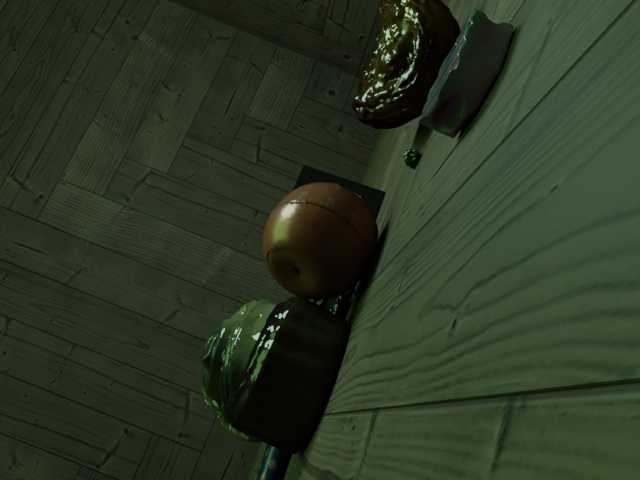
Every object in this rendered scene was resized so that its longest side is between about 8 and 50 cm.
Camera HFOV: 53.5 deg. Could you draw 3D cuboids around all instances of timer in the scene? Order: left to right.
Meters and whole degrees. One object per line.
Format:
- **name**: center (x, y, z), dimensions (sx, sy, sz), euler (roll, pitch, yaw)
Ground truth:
- **timer**: center (0.000, 0.000, 1.290), dimensions (0.215, 0.229, 0.230), euler (-51, -10, -39)

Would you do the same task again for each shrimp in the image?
- **shrimp**: center (0.023, 0.149, 1.390), dimensions (0.034, 0.091, 0.161), euler (29, -90, -55)

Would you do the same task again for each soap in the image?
- **soap**: center (0.176, -0.197, 0.794), dimensions (0.149, 0.056, 0.100), euler (115, 179, -70)

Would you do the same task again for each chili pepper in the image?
- **chili pepper**: center (0.174, -0.157, 1.209), dimensions (0.030, 0.034, 0.091), euler (-35, 4, 6)

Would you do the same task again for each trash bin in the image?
- **trash bin**: center (0.033, -0.091, 1.678), dimensions (0.165, 0.225, 0.115), euler (114, 177, -66)

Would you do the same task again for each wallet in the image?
- **wallet**: center (-0.120, 0.525, 1.361), dimensions (0.141, 0.059, 0.202), euler (109, -178, -60)

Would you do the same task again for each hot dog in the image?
- **hot dog**: center (0.170, -0.354, 1.293), dimensions (0.387, 0.174, 0.267), euler (-79, 9, -82)

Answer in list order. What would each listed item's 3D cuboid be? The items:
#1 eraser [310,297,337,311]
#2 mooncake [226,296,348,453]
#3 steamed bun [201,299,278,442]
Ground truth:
- **eraser**: center (0.029, 0.120, 1.536), dimensions (0.227, 0.081, 0.174), euler (-62, -3, -88)
- **mooncake**: center (-0.063, 0.251, 1.234), dimensions (0.290, 0.161, 0.290), euler (-156, 90, -88)
- **steamed bun**: center (-0.179, 0.318, 1.574), dimensions (0.352, 0.247, 0.339), euler (16, 94, 58)
